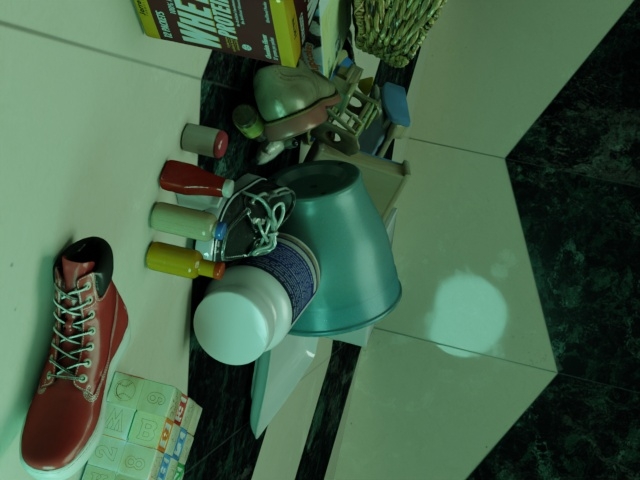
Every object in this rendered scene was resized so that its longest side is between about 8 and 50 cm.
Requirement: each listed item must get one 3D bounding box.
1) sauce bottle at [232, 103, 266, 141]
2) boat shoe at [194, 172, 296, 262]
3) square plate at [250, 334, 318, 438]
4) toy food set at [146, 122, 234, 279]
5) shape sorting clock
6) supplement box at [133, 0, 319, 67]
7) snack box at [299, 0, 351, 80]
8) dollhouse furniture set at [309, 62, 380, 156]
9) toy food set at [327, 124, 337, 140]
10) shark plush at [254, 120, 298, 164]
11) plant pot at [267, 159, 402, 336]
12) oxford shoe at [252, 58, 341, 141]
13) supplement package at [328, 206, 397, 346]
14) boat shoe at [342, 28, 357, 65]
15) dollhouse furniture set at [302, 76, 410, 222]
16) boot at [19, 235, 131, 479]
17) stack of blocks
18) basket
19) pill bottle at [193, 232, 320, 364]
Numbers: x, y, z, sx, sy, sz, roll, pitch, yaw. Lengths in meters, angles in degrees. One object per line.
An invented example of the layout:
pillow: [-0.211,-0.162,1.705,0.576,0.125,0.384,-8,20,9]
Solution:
sauce bottle: [-0.109,-0.183,1.789,0.128,0.042,0.042,49,54,-76]
boat shoe: [-0.112,-0.025,1.792,0.306,0.105,0.113,-46,148,-70]
square plate: [-0.065,0.191,2.380,0.344,0.049,0.347,-49,153,-57]
toy food set: [-0.153,-0.065,1.529,0.111,0.104,0.232,87,19,-56]
shape sorting clock: [0.010,-0.291,2.280,0.206,0.040,0.206,-63,171,-17]
supplement box: [-0.095,-0.329,1.281,0.129,0.191,0.194,79,27,-65]
snack box: [0.002,-0.433,2.016,0.322,0.060,0.187,85,21,-59]
dollhouse furniture set: [0.077,-0.284,2.151,0.182,0.101,0.161,-60,177,-33]
toy food set: [0.016,-0.218,2.454,0.083,0.020,0.083,-54,154,-64]
shark plush: [-0.090,-0.171,1.961,0.067,0.073,0.161,-59,-167,9]
plant pot: [0.000,0.000,2.062,0.272,0.271,0.255,-60,144,-58]
oxford shoe: [-0.043,-0.261,1.843,0.348,0.123,0.130,-88,157,-75]
supplement package: [0.059,0.067,2.597,0.175,0.177,0.293,-61,161,-52]
boat shoe: [0.049,-0.382,2.354,0.042,0.049,0.133,-70,161,-48]
dollhouse furniture set: [0.042,-0.173,2.367,0.303,0.198,0.286,-91,-157,-48]
boot: [-0.272,0.119,1.204,0.176,0.088,0.244,91,8,-47]
stack of blocks: [-0.260,0.344,1.518,0.171,0.087,0.297,72,33,-71]
basket: [0.105,-0.474,2.145,0.213,0.223,0.299,-58,-169,18]
pill bottle: [-0.104,0.095,1.848,0.265,0.153,0.153,-51,152,-66]
